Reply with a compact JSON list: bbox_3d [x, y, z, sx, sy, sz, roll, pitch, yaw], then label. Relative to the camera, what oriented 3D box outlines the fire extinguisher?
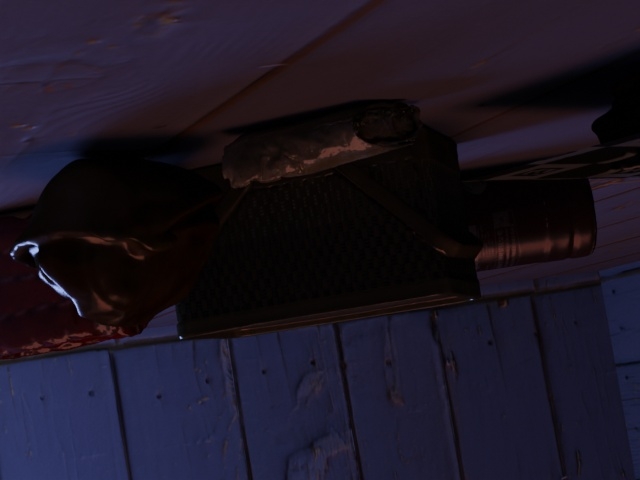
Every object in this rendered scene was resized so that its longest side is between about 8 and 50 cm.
[{"bbox_3d":[0.102,-0.020,1.501,0.344,0.102,0.138,-8,141,-5],"label":"fire extinguisher"}]

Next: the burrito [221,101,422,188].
[{"bbox_3d":[0.000,-0.071,1.079,0.149,0.041,0.055,-13,-173,10],"label":"burrito"}]

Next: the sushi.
[{"bbox_3d":[0.345,-0.109,1.126,0.359,0.064,0.343,-3,172,-41],"label":"sushi"}]

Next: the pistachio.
[{"bbox_3d":[-0.146,-0.001,1.121,0.165,0.130,0.210,-13,-178,11],"label":"pistachio"}]

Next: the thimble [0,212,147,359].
[{"bbox_3d":[-0.253,0.040,1.356,0.190,0.125,0.163,-12,176,21],"label":"thimble"}]

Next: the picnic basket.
[{"bbox_3d":[0.000,0.000,1.271,0.267,0.139,0.165,-11,174,17],"label":"picnic basket"}]
